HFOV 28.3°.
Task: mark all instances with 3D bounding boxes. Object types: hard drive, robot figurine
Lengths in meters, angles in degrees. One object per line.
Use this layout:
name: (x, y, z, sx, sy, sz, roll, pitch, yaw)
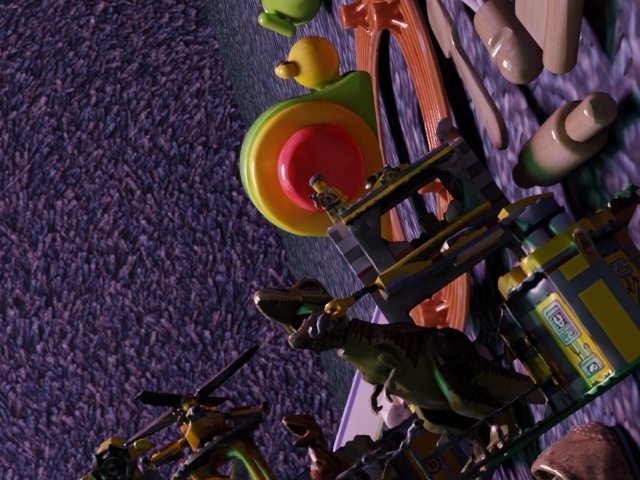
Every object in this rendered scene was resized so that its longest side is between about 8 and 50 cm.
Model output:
hard drive: (0.057, 0.173, 1.425, 0.318, 0.040, 0.210, 91, -164, -73)
robot figurine: (-0.029, -0.265, 1.327, 0.115, 0.067, 0.101, 98, -179, -78)

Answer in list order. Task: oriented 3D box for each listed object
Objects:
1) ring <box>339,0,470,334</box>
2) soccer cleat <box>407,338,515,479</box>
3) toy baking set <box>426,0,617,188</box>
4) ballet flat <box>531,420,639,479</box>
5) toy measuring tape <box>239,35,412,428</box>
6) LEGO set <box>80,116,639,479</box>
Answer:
ring: (0.062, -0.068, 1.059, 0.336, 0.032, 0.336, 169, 90, -84)
soccer cleat: (0.125, 0.150, 1.142, 0.289, 0.093, 0.121, 92, -169, -84)
toy baking set: (0.105, -0.123, 0.700, 0.256, 0.030, 0.196, 100, 155, -77)
ballet flat: (0.181, 0.210, 0.751, 0.073, 0.067, 0.206, 84, 167, -62)
toy measuring tape: (0.000, 0.000, 1.040, 0.121, 0.121, 0.330, -136, 37, -78)
LEGO set: (0.010, 0.052, 0.658, 0.192, 0.331, 0.255, 56, -169, 13)
